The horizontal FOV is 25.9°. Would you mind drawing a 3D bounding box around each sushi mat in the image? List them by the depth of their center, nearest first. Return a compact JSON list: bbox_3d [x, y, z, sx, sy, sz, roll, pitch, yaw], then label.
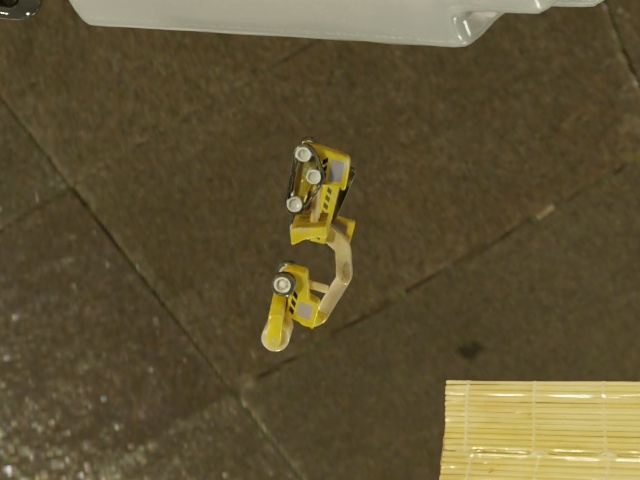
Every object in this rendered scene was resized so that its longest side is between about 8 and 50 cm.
[{"bbox_3d":[0.256,0.199,1.263,0.317,0.151,0.019,-2,150,24],"label":"sushi mat"}]

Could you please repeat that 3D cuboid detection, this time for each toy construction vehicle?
[{"bbox_3d":[0.000,0.000,0.646,0.035,0.086,0.098,11,101,2],"label":"toy construction vehicle"}]

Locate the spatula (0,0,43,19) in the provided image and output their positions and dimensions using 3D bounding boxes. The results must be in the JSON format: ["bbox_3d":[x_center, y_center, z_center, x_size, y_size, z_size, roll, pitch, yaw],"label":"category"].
[{"bbox_3d":[-0.295,-0.165,0.813,0.296,0.030,0.084,14,112,17],"label":"spatula"}]

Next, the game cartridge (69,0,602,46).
[{"bbox_3d":[0.058,-0.162,0.426,0.297,0.198,0.062,-48,134,-32],"label":"game cartridge"}]
